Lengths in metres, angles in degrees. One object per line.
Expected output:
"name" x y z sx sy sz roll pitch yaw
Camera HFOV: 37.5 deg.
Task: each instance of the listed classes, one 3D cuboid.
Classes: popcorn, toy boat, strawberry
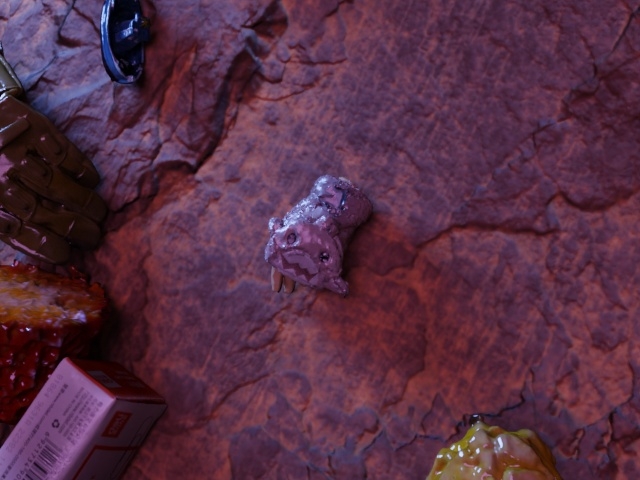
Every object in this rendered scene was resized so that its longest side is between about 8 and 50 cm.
"popcorn" 0.173 0.254 0.936 0.148 0.167 0.152 24 46 -10
"toy boat" -0.247 -0.262 1.203 0.060 0.060 0.137 -11 72 36
"strawberry" -0.370 0.127 1.099 0.233 0.234 0.178 16 104 18

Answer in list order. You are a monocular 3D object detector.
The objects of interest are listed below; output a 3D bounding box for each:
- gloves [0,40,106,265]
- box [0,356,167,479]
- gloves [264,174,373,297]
"gloves" -0.391 -0.113 1.174 0.154 0.141 0.331 -33 72 7
"box" -0.279 0.234 1.081 0.099 0.133 0.182 33 88 20
"gloves" -0.005 -0.007 1.072 0.110 0.094 0.144 15 76 7
